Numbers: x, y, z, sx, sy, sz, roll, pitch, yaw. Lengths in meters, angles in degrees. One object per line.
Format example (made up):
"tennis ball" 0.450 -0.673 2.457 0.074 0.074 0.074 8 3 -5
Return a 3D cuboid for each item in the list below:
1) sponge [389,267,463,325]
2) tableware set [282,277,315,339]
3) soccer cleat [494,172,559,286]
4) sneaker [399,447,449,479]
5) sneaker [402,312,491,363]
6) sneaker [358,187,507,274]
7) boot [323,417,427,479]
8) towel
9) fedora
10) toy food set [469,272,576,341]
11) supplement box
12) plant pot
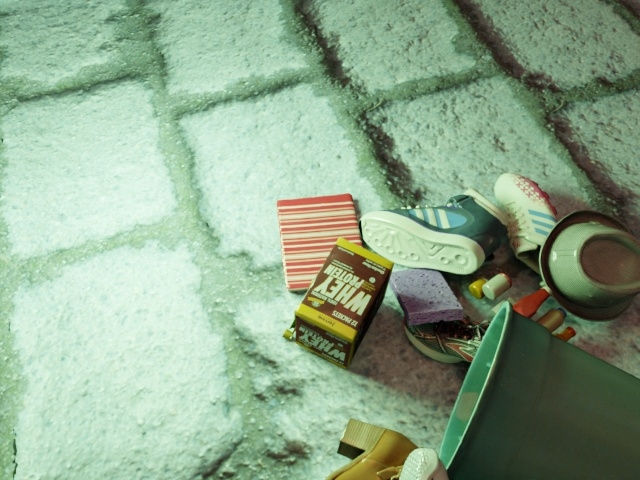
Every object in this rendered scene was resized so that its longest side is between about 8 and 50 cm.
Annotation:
"sponge" 0.227 0.118 1.434 0.117 0.031 0.210 -7 22 -4
"tableware set" -0.042 0.151 1.449 0.024 0.104 0.154 28 83 1
"soccer cleat" 0.490 -0.032 1.528 0.143 0.116 0.331 -13 55 -25
"sneaker" 0.244 0.500 0.998 0.210 0.137 0.365 -4 75 -13
"sneaker" 0.321 0.205 1.378 0.299 0.112 0.120 20 58 17
"sneaker" 0.283 -0.044 1.560 0.323 0.130 0.236 16 42 31
"boot" 0.107 0.489 1.203 0.220 0.109 0.283 21 51 12
"towel" 0.000 0.000 1.593 0.199 0.031 0.274 -6 56 -4
"fedora" 0.613 0.052 1.386 0.276 0.124 0.243 21 82 -12
"toy food set" 0.444 0.143 1.413 0.105 0.111 0.232 -34 61 -17
"supplement box" 0.048 0.137 1.378 0.129 0.191 0.194 25 63 12
"plant pot" 0.418 0.325 1.130 0.334 0.341 0.341 22 58 10
